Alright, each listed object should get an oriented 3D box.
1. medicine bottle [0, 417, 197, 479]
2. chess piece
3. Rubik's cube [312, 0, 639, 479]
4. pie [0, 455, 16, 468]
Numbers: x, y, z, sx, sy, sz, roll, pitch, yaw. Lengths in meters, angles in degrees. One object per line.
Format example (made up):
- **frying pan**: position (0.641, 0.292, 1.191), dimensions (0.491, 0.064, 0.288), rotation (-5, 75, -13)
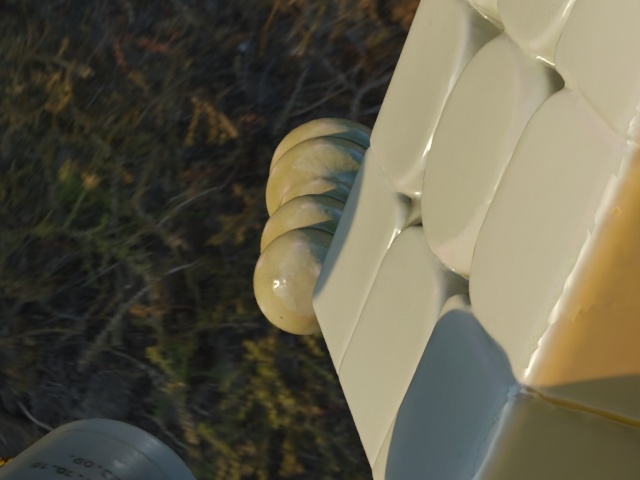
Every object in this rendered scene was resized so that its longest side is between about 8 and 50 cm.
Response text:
- **medicine bottle**: position (-0.096, 0.117, 0.529), dimensions (0.080, 0.130, 0.080), rotation (9, 112, 23)
- **chess piece**: position (0.000, 0.000, 1.087), dimensions (0.094, 0.170, 0.094), rotation (4, 125, 6)
- **Rubik's cube**: position (0.193, -0.004, 0.713), dimensions (0.292, 0.290, 0.291), rotation (17, 108, -17)
- **pie**: position (-0.213, 0.284, 1.264), dimensions (0.069, 0.273, 0.273), rotation (-14, 90, -41)
